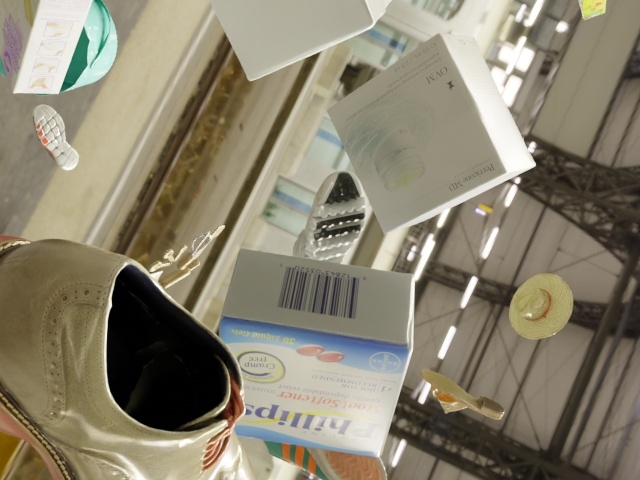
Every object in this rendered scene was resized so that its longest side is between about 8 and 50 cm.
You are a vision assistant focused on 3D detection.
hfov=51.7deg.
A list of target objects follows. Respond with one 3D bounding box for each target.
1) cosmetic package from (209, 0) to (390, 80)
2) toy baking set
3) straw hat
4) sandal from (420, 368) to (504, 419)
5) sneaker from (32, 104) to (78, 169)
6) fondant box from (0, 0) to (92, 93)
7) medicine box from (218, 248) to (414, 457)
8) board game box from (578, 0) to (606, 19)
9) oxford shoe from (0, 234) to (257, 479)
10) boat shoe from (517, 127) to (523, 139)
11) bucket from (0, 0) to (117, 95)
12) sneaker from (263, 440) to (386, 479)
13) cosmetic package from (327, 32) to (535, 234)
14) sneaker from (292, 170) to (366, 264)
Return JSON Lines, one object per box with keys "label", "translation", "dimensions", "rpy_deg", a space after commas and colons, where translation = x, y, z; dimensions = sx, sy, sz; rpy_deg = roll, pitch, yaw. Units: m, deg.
{"label": "cosmetic package", "translation": [-0.072, -0.641, 1.514], "dimensions": [0.327, 0.394, 0.329], "rpy_deg": [-18, -158, 22]}
{"label": "toy baking set", "translation": [-0.360, 0.054, 1.739], "dimensions": [0.256, 0.030, 0.197], "rpy_deg": [-32, 167, -33]}
{"label": "straw hat", "translation": [0.422, 0.126, 1.318], "dimensions": [0.144, 0.061, 0.145], "rpy_deg": [-27, -128, 42]}
{"label": "sandal", "translation": [0.363, 0.435, 1.765], "dimensions": [0.088, 0.240, 0.079], "rpy_deg": [-42, 155, -71]}
{"label": "sneaker", "translation": [-0.571, -0.218, 1.393], "dimensions": [0.061, 0.064, 0.158], "rpy_deg": [-42, 141, -30]}
{"label": "fondant box", "translation": [-0.534, -0.469, 1.238], "dimensions": [0.096, 0.238, 0.330], "rpy_deg": [-12, 160, -38]}
{"label": "medicine box", "translation": [-0.011, 0.178, 1.009], "dimensions": [0.149, 0.263, 0.289], "rpy_deg": [-80, 177, -48]}
{"label": "board game box", "translation": [0.513, -0.491, 1.264], "dimensions": [0.181, 0.043, 0.092], "rpy_deg": [-16, 91, -67]}
{"label": "oxford shoe", "translation": [-0.104, 0.133, 0.450], "dimensions": [0.348, 0.130, 0.123], "rpy_deg": [63, 33, -45]}
{"label": "boat shoe", "translation": [0.367, -0.166, 1.322], "dimensions": [0.042, 0.048, 0.133], "rpy_deg": [-108, -156, -52]}
{"label": "bucket", "translation": [-0.647, -0.497, 1.615], "dimensions": [0.281, 0.281, 0.183], "rpy_deg": [-64, 179, 19]}
{"label": "sneaker", "translation": [-0.017, 0.359, 1.183], "dimensions": [0.108, 0.302, 0.121], "rpy_deg": [-44, 172, -40]}
{"label": "cosmetic package", "translation": [0.168, -0.160, 1.023], "dimensions": [0.224, 0.225, 0.138], "rpy_deg": [-28, 175, 37]}
{"label": "sneaker", "translation": [0.000, 0.000, 1.176], "dimensions": [0.118, 0.110, 0.292], "rpy_deg": [53, -41, 46]}
